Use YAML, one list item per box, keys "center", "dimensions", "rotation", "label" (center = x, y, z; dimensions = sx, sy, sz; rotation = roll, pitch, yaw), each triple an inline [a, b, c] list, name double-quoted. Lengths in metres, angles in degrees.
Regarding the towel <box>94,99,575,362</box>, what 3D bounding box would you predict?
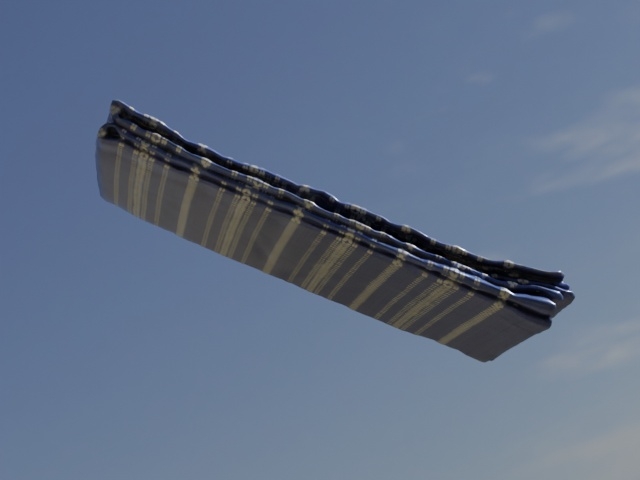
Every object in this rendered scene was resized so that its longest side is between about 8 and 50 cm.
- center: [0.000, 0.000, 1.289]
  dimensions: [0.336, 0.040, 0.243]
  rotation: [23, -13, -2]
  label: "towel"
